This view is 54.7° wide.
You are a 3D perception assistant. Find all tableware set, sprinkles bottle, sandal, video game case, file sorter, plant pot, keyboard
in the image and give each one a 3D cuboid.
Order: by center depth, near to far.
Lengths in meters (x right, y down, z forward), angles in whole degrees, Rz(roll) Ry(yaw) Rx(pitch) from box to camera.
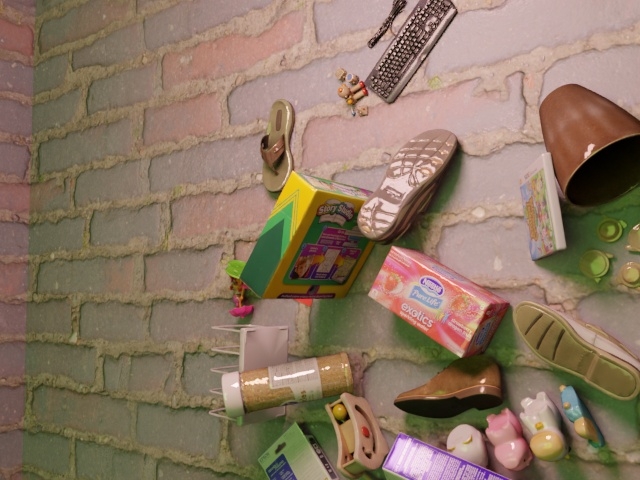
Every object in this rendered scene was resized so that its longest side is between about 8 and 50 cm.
[{"bbox_3d":[0.579,-0.229,1.351,0.215,0.215,0.231,-40,50,27],"label":"plant pot"},{"bbox_3d":[0.660,0.024,1.367,0.141,0.020,0.169,26,103,37],"label":"tableware set"},{"bbox_3d":[0.498,-0.070,1.402,0.023,0.193,0.213,-7,81,2],"label":"video game case"},{"bbox_3d":[-0.090,0.397,1.713,0.355,0.121,0.121,-10,77,-5],"label":"sprinkles bottle"},{"bbox_3d":[0.223,-0.565,1.736,0.201,0.033,0.317,48,113,30],"label":"keyboard"},{"bbox_3d":[-0.226,0.399,1.892,0.173,0.192,0.278,-2,85,39],"label":"file sorter"},{"bbox_3d":[-0.150,-0.300,1.956,0.120,0.086,0.303,-1,85,37],"label":"sandal"}]

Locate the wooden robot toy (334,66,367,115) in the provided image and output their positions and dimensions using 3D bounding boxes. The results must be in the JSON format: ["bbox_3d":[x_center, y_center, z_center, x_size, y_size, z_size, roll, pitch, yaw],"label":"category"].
[{"bbox_3d":[0.082,-0.441,1.799,0.076,0.079,0.173,-32,69,31],"label":"wooden robot toy"}]

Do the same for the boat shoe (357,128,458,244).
[{"bbox_3d":[0.232,-0.138,1.628,0.132,0.130,0.355,39,86,29],"label":"boat shoe"}]

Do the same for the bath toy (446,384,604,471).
[{"bbox_3d":[0.456,0.464,1.423,0.348,0.151,0.129,-32,103,31],"label":"bath toy"}]

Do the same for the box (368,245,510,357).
[{"bbox_3d":[0.294,0.147,1.553,0.300,0.142,0.154,33,105,34],"label":"box"}]

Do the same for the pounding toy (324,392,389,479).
[{"bbox_3d":[0.077,0.566,1.673,0.155,0.154,0.270,-38,65,28],"label":"pounding toy"}]

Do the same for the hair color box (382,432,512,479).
[{"bbox_3d":[0.325,0.588,1.431,0.338,0.185,0.110,17,56,29],"label":"hair color box"}]

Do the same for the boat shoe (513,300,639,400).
[{"bbox_3d":[0.569,0.234,1.366,0.302,0.103,0.113,39,122,31],"label":"boat shoe"}]

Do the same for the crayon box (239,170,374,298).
[{"bbox_3d":[0.000,0.000,1.646,0.106,0.362,0.313,37,108,33],"label":"crayon box"}]

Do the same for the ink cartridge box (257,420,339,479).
[{"bbox_3d":[-0.071,0.679,1.841,0.206,0.045,0.208,-49,62,24],"label":"ink cartridge box"}]

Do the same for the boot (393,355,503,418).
[{"bbox_3d":[0.320,0.373,1.563,0.305,0.112,0.115,-23,43,37],"label":"boot"}]

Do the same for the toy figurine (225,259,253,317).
[{"bbox_3d":[-0.262,0.166,1.999,0.173,0.130,0.159,35,118,56],"label":"toy figurine"}]

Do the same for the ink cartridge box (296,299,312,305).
[{"bbox_3d":[-0.081,0.067,1.897,0.181,0.056,0.225,21,97,36],"label":"ink cartridge box"}]
